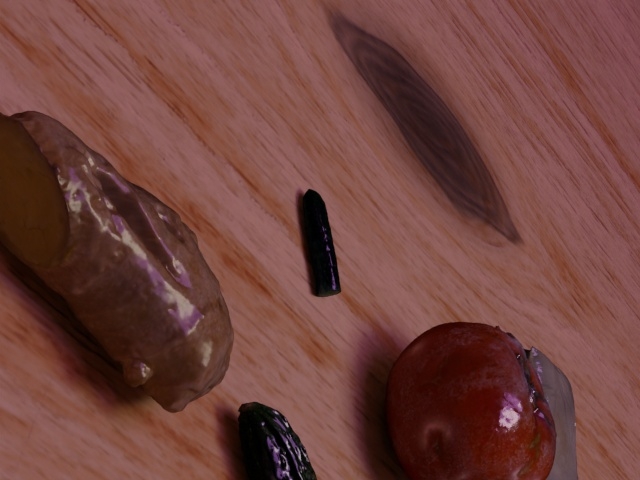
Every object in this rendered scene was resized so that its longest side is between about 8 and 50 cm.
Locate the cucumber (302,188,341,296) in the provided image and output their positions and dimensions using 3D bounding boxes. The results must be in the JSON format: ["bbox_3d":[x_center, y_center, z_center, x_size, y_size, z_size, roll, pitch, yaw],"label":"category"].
[{"bbox_3d":[0.000,0.000,1.787,0.032,0.032,0.133,12,64,-55],"label":"cucumber"}]

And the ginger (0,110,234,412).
[{"bbox_3d":[-0.194,0.012,1.389,0.354,0.126,0.190,50,43,-34],"label":"ginger"}]

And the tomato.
[{"bbox_3d":[0.176,0.215,1.804,0.232,0.188,0.232,58,19,-34],"label":"tomato"}]

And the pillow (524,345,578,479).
[{"bbox_3d":[0.324,0.279,2.132,0.148,0.050,0.230,31,52,-41],"label":"pillow"}]

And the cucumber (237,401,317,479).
[{"bbox_3d":[-0.023,0.291,1.561,0.077,0.077,0.265,-11,83,-58],"label":"cucumber"}]
